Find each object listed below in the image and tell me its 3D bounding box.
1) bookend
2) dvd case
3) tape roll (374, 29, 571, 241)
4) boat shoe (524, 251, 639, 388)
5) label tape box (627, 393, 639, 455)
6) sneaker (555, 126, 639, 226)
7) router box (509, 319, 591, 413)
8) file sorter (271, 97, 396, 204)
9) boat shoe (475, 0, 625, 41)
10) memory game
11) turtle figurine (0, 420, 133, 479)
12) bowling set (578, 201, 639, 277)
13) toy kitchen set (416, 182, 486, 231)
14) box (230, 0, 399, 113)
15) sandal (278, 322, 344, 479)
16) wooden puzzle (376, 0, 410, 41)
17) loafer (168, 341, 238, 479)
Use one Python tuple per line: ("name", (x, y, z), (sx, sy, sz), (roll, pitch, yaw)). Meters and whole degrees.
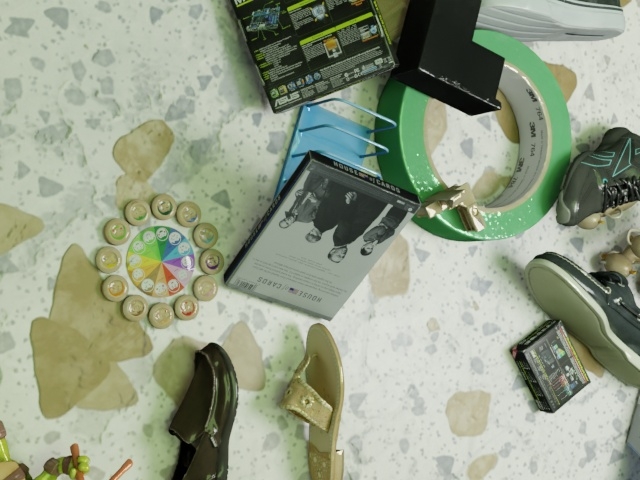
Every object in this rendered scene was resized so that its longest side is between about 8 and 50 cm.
("bookend", (0.198, -0.284, 1.732), (0.156, 0.072, 0.157), (20, 77, -29))
("dvd case", (0.000, 0.000, 1.646), (0.179, 0.029, 0.239), (21, 123, -26))
("tape roll", (0.238, -0.159, 1.835), (0.321, 0.077, 0.321), (1, 89, -28))
("boat shoe", (0.457, 0.106, 1.914), (0.340, 0.127, 0.113), (41, 70, -22))
("label tape box", (0.654, 0.324, 2.020), (0.249, 0.115, 0.348), (23, 81, -25))
("sneaker", (0.462, -0.100, 1.890), (0.267, 0.106, 0.101), (-41, 143, -39))
("router box", (0.369, 0.201, 1.913), (0.092, 0.038, 0.122), (-33, 104, -24))
("file sorter", (0.022, -0.105, 1.704), (0.118, 0.104, 0.170), (21, 79, -25))
("boat shoe", (0.347, -0.384, 1.888), (0.335, 0.121, 0.119), (-2, 81, -40))
("memory game", (-0.217, 0.029, 1.626), (0.186, 0.012, 0.186), (1, 88, -28))
("turtle figurine", (-0.389, 0.289, 1.486), (0.269, 0.087, 0.217), (-33, 96, -16))
("bowling set", (0.547, 0.042, 1.931), (0.154, 0.287, 0.200), (-29, 130, -35))
("toy kitchen set", (0.197, -0.035, 1.728), (0.083, 0.068, 0.075), (-30, 102, -25))
("box", (-0.010, -0.293, 1.656), (0.190, 0.045, 0.184), (-21, 91, 16))
("sandal", (-0.019, 0.241, 1.681), (0.079, 0.088, 0.240), (-8, 97, -34))
("wooden puzzle", (0.094, -0.483, 1.773), (0.348, 0.080, 0.322), (-38, 106, -28))
("loafer", (-0.163, 0.247, 1.608), (0.078, 0.080, 0.220), (5, 86, -28))
